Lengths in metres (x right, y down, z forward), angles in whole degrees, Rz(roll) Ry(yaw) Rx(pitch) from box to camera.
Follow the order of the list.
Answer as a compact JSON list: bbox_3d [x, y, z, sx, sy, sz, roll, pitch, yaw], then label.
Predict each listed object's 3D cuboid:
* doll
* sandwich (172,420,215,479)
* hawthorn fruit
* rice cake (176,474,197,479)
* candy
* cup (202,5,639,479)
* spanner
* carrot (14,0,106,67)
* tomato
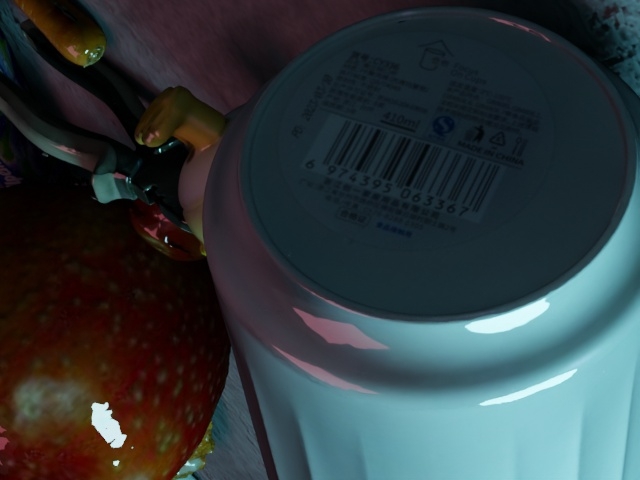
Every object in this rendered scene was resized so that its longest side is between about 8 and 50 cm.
[{"bbox_3d":[-0.009,0.009,1.244,0.296,0.117,0.141,53,168,-8],"label":"doll"},{"bbox_3d":[-0.176,0.202,1.927,0.185,0.109,0.160,17,140,55],"label":"sandwich"},{"bbox_3d":[-0.226,0.127,1.570,0.285,0.369,0.285,9,149,6],"label":"hawthorn fruit"},{"bbox_3d":[-0.142,0.313,2.156,0.207,0.033,0.033,44,169,11],"label":"rice cake"},{"bbox_3d":[-0.303,-0.130,1.631,0.061,0.088,0.312,-6,134,13],"label":"candy"},{"bbox_3d":[0.061,0.017,1.017,0.327,0.237,0.323,79,174,-54],"label":"cup"},{"bbox_3d":[-0.165,-0.082,1.434,0.325,0.095,0.040,36,156,32],"label":"spanner"},{"bbox_3d":[-0.240,-0.208,1.461,0.190,0.037,0.037,45,159,22],"label":"carrot"},{"bbox_3d":[-0.115,-0.022,1.466,0.087,0.075,0.087,39,159,18],"label":"tomato"}]
